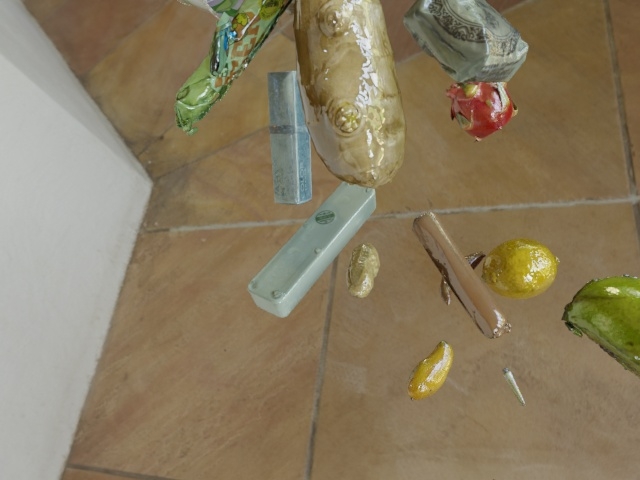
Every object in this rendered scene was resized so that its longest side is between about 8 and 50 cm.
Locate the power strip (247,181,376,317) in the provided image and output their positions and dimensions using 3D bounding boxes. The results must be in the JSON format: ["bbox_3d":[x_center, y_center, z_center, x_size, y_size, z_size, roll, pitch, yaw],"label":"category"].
[{"bbox_3d":[0.000,0.000,1.108,0.091,0.062,0.385,21,54,31],"label":"power strip"}]

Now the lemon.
[{"bbox_3d":[0.608,0.087,1.601,0.256,0.188,0.188,-10,56,-8],"label":"lemon"}]

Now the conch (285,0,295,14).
[{"bbox_3d":[-0.045,-0.437,0.779,0.155,0.207,0.130,17,61,15],"label":"conch"}]

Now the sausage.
[{"bbox_3d":[0.113,0.027,0.421,0.026,0.026,0.116,-32,62,5],"label":"sausage"}]

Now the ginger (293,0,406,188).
[{"bbox_3d":[0.048,-0.255,0.677,0.166,0.236,0.375,10,107,18],"label":"ginger"}]

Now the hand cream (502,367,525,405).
[{"bbox_3d":[0.505,0.382,1.364,0.022,0.035,0.102,-24,78,-8],"label":"hand cream"}]

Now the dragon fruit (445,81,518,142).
[{"bbox_3d":[0.560,-0.474,1.828,0.224,0.224,0.227,-27,98,8],"label":"dragon fruit"}]

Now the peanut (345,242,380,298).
[{"bbox_3d":[0.107,0.075,1.294,0.080,0.080,0.174,-6,39,21],"label":"peanut"}]

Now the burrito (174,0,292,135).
[{"bbox_3d":[-0.119,-0.273,0.713,0.054,0.104,0.288,38,96,1],"label":"burrito"}]

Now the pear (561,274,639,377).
[{"bbox_3d":[0.604,0.174,0.914,0.164,0.238,0.255,-54,11,5],"label":"pear"}]

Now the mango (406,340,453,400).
[{"bbox_3d":[0.309,0.371,1.467,0.190,0.098,0.075,-47,29,-20],"label":"mango"}]

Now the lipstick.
[{"bbox_3d":[-0.066,-0.222,1.156,0.076,0.077,0.290,4,105,25],"label":"lipstick"}]

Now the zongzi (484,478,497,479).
[{"bbox_3d":[0.246,0.539,0.948,0.251,0.274,0.125,-36,64,10],"label":"zongzi"}]

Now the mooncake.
[{"bbox_3d":[0.347,-0.485,1.224,0.254,0.136,0.250,-23,70,-41],"label":"mooncake"}]

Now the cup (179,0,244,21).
[{"bbox_3d":[-0.218,-0.595,1.113,0.253,0.253,0.274,-51,46,-9],"label":"cup"}]

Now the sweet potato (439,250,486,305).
[{"bbox_3d":[0.428,0.109,1.636,0.078,0.058,0.255,26,49,30],"label":"sweet potato"}]
